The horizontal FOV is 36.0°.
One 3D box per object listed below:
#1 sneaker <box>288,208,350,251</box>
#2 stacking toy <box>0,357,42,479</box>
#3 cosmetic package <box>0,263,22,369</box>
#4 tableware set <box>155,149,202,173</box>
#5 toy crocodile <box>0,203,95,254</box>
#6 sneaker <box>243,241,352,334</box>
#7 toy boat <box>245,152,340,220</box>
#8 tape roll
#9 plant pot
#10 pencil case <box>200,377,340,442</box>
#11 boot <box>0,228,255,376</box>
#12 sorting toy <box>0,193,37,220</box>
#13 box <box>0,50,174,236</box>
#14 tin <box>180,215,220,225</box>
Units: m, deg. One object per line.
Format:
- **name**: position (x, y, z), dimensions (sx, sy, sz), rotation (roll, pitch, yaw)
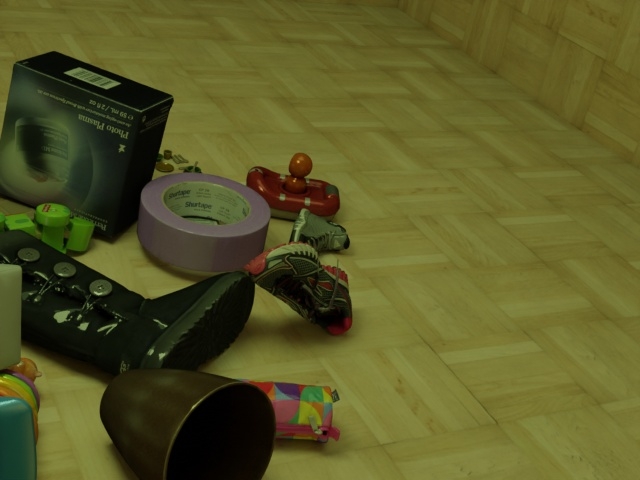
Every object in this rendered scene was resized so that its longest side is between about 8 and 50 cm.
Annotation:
- **sneaker**: position (0.000, 0.000, 2.191), dimensions (0.132, 0.086, 0.229), rotation (15, 27, 0)
- **stacking toy**: position (-0.485, 0.253, 1.482), dimensions (0.175, 0.166, 0.302), rotation (2, 17, -3)
- **cosmetic package**: position (-0.699, 0.109, 1.448), dimensions (0.453, 0.161, 0.230), rotation (3, 6, 14)
- **tableware set**: position (-0.356, -0.187, 2.446), dimensions (0.104, 0.024, 0.154), rotation (-10, 36, -36)
- **toy crocodile**: position (-0.602, -0.012, 1.932), dimensions (0.340, 0.115, 0.105), rotation (-6, 28, -35)
- **sneaker**: position (-0.025, 0.090, 1.864), dimensions (0.299, 0.121, 0.112), rotation (27, 40, -50)
- **toy boat**: position (-0.060, -0.139, 2.345), dimensions (0.231, 0.151, 0.151), rotation (9, 28, -8)
- **tape roll**: position (-0.247, -0.042, 2.086), dimensions (0.275, 0.090, 0.275), rotation (11, 29, -6)
- **plant pot**: position (-0.224, 0.281, 1.487), dimensions (0.230, 0.215, 0.215), rotation (17, 24, 39)
- **pencil case**: position (-0.088, 0.280, 1.627), dimensions (0.236, 0.104, 0.104), rotation (6, 29, -10)
- **boot**: position (-0.389, 0.096, 1.813), dimensions (0.445, 0.146, 0.367), rotation (18, 26, 19)
- **sorting toy**: position (-0.699, -0.071, 2.086), dimensions (0.193, 0.038, 0.208), rotation (31, 28, 30)
- **box**: position (-0.507, -0.206, 2.098), dimensions (0.296, 0.294, 0.183), rotation (21, 23, 7)
- **tin**: position (-0.269, -0.019, 2.164), dimensions (0.106, 0.040, 0.190), rotation (6, 28, -22)
